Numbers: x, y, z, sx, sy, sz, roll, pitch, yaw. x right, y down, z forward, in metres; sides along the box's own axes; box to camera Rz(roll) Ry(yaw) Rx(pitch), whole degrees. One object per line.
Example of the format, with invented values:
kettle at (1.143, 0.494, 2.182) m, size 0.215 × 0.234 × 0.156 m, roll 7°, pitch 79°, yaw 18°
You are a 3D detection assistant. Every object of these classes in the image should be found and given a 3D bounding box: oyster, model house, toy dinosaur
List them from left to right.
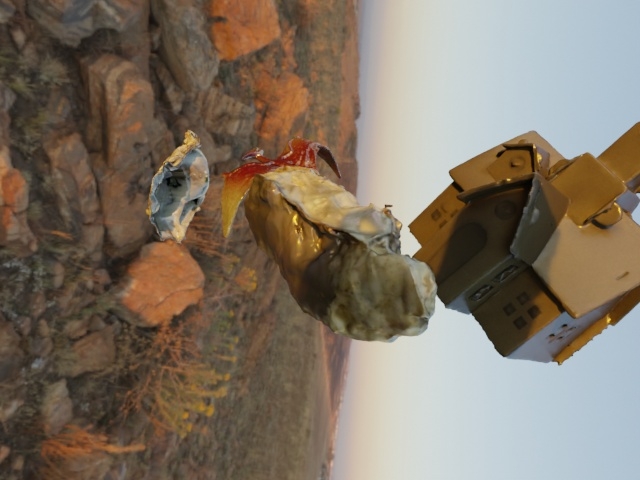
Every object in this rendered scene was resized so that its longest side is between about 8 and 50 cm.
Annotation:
oyster at (-0.168, -0.066, 0.617) m, size 0.166 × 0.053 × 0.108 m, roll -66°, pitch 153°, yaw -54°
toy dinosaur at (-0.083, -0.120, 1.063) m, size 0.327 × 0.206 × 0.113 m, roll -68°, pitch 163°, yaw -53°
oyster at (-0.004, -0.001, 0.565) m, size 0.341 × 0.110 × 0.166 m, roll 54°, pitch -32°, yaw 39°
model house at (0.238, -0.023, 0.526) m, size 0.243 × 0.204 × 0.211 m, roll -47°, pitch -126°, yaw 23°
